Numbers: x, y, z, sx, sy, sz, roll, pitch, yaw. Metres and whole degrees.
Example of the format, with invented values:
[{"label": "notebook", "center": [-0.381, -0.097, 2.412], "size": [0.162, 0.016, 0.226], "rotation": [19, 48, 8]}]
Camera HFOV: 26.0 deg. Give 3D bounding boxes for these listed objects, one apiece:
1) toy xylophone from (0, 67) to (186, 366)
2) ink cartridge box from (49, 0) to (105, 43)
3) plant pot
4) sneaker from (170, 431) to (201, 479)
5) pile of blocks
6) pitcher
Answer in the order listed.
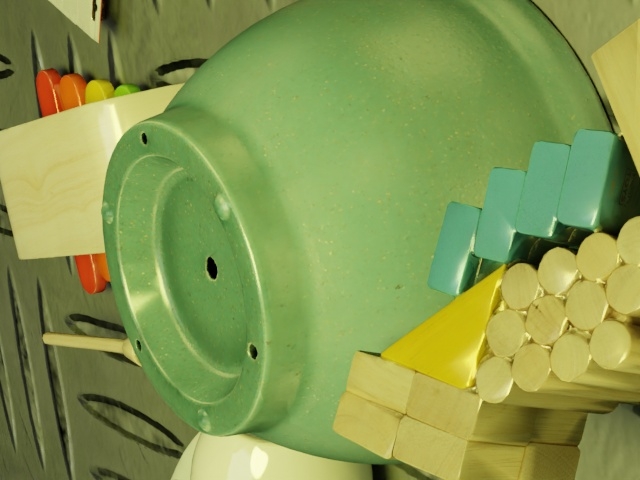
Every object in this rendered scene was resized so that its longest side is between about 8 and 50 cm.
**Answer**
[{"label": "toy xylophone", "center": [-0.185, -0.023, 1.157], "size": [0.323, 0.081, 0.236], "rotation": [10, 111, 55]}, {"label": "ink cartridge box", "center": [-0.198, -0.216, 1.146], "size": [0.115, 0.029, 0.063], "rotation": [42, 135, 39]}, {"label": "plant pot", "center": [0.000, 0.000, 0.779], "size": [0.293, 0.196, 0.293], "rotation": [28, 125, 50]}, {"label": "sneaker", "center": [-0.062, 0.243, 1.091], "size": [0.091, 0.094, 0.258], "rotation": [33, 137, 29]}, {"label": "pile of blocks", "center": [0.160, -0.001, 0.592], "size": [0.362, 0.113, 0.149], "rotation": [-33, 59, 37]}, {"label": "pitcher", "center": [-0.053, 0.203, 0.971], "size": [0.125, 0.178, 0.207], "rotation": [-91, 2, -62]}]
